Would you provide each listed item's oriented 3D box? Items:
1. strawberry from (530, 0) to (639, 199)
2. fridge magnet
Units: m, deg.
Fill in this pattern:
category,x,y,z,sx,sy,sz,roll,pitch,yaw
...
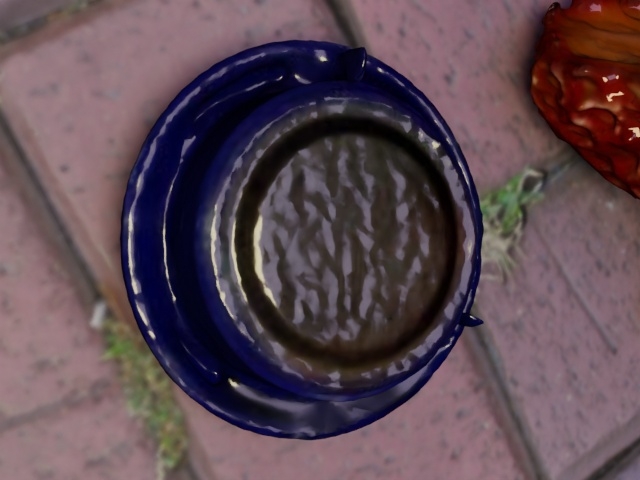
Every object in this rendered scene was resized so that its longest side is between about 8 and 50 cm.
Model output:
category,x,y,z,sx,sy,sz,roll,pitch,yaw
strawberry,0.314,-0.078,0.789,0.336,0.149,0.265,17,42,-6
fridge magnet,0.000,0.000,0.648,0.265,0.112,0.266,0,90,-26
